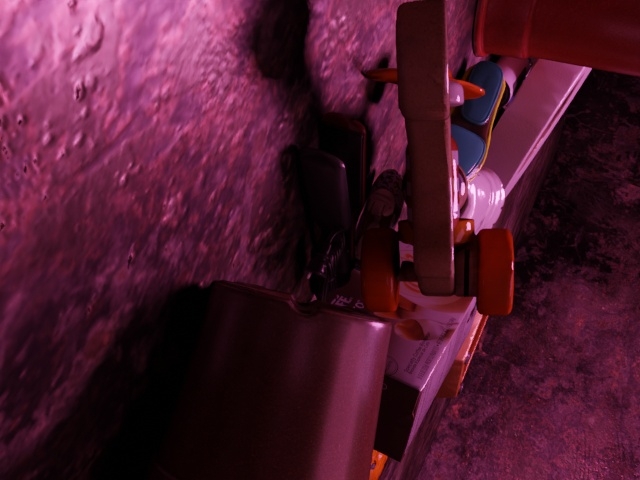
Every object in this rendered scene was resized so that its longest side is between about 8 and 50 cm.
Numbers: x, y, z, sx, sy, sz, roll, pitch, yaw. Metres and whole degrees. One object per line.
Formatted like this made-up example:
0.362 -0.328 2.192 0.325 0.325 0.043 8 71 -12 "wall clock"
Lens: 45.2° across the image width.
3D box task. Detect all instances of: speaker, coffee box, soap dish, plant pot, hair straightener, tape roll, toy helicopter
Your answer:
0.292 -0.258 1.223 0.136 0.055 0.055 -48 153 -51 "speaker"
0.076 0.099 0.832 0.246 0.141 0.098 -44 150 -52 "coffee box"
0.265 0.153 1.510 0.229 0.118 0.291 82 32 -57 "soap dish"
0.378 -0.345 1.026 0.272 0.265 0.272 -57 159 -36 "plant pot"
0.000 0.000 0.666 0.089 0.047 0.230 -58 164 -33 "hair straightener"
0.382 -0.224 1.365 0.392 0.072 0.392 -53 168 -17 "tape roll"
-0.030 0.119 0.521 0.167 0.166 0.165 22 80 -73 "plant pot"
0.099 -0.087 0.662 0.355 0.140 0.235 67 26 -65 "toy helicopter"

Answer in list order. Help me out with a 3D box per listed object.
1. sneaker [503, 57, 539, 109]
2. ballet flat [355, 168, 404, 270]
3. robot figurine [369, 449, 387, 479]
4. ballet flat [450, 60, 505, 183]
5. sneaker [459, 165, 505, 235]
0.373 -0.308 1.424 0.058 0.052 0.135 16 94 -69 "sneaker"
0.059 -0.020 0.808 0.114 0.041 0.041 -71 163 8 "ballet flat"
0.058 0.265 1.061 0.211 0.085 0.291 -69 164 -2 "robot figurine"
0.186 -0.137 1.021 0.231 0.077 0.077 -63 178 -26 "ballet flat"
0.169 0.024 1.140 0.129 0.111 0.297 7 101 -55 "sneaker"
